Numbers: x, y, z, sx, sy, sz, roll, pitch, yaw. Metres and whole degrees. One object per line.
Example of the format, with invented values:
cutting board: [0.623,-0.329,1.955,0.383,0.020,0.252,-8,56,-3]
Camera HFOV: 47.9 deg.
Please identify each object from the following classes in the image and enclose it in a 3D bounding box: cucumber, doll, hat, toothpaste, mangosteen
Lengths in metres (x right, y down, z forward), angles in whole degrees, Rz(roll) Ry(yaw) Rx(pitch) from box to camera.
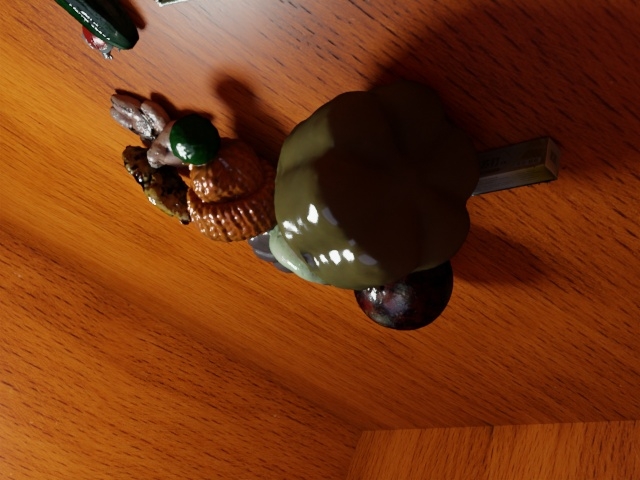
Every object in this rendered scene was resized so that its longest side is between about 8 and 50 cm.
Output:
cucumber: [-0.539,-0.548,1.734,0.115,0.063,0.244,-36,126,24]
doll: [-0.568,-0.538,1.821,0.104,0.062,0.194,-6,138,9]
hat: [-0.271,-0.206,2.025,0.285,0.285,0.400,7,133,27]
toothpaste: [0.419,-0.167,1.738,0.313,0.089,0.071,-10,146,45]
mangosteen: [0.268,0.118,2.167,0.360,0.306,0.306,4,171,-45]
doll: [-0.494,-0.304,2.090,0.303,0.156,0.201,26,153,2]

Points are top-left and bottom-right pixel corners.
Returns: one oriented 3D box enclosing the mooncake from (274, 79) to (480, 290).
mooncake: [0.133,-0.120,1.623,0.467,0.467,0.262,34,157,-22]

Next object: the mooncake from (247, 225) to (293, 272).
mooncake: [-0.088,-0.007,2.325,0.306,0.154,0.306,15,150,9]

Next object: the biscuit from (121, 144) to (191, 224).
biscuit: [-0.475,-0.182,2.202,0.289,0.081,0.334,41,-171,-37]

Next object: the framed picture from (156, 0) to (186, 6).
framed picture: [-0.293,-0.614,1.525,0.324,0.020,0.240,1,146,34]

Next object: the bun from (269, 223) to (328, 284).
bun: [0.000,0.000,2.053,0.283,0.283,0.179,23,108,-8]
